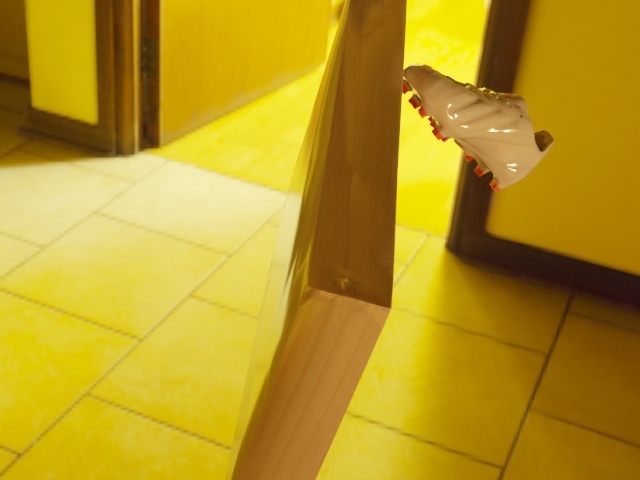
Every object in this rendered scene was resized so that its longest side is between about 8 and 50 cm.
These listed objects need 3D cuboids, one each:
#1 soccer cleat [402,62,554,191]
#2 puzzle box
[{"bbox_3d":[0.139,-0.112,0.858,0.196,0.076,0.068,32,21,-47],"label":"soccer cleat"},{"bbox_3d":[0.000,0.000,0.750,0.052,0.272,0.409,15,40,-5],"label":"puzzle box"}]
